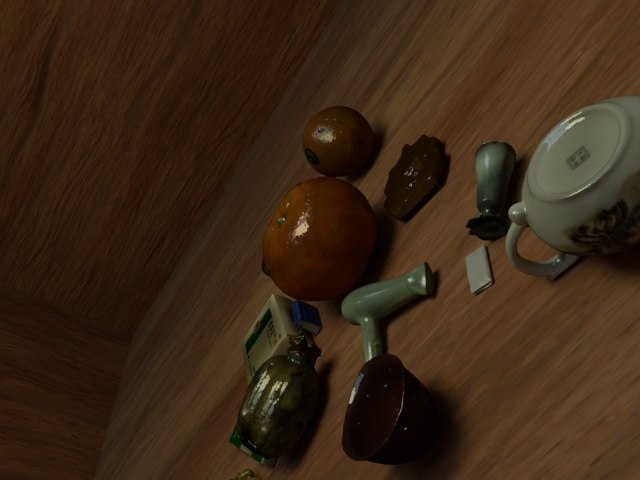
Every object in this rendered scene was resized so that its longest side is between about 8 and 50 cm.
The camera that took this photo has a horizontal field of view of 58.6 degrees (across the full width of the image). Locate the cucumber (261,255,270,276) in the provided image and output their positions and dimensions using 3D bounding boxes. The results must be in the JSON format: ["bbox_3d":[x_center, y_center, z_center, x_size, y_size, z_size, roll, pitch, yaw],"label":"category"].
[{"bbox_3d":[-0.152,0.019,1.826,0.078,0.062,0.211,-51,24,29],"label":"cucumber"}]

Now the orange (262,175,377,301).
[{"bbox_3d":[0.000,0.000,1.266,0.284,0.226,0.284,-55,20,32],"label":"orange"}]

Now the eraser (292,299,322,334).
[{"bbox_3d":[-0.033,0.180,1.350,0.027,0.063,0.084,-56,22,18],"label":"eraser"}]

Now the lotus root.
[{"bbox_3d":[-0.073,0.312,1.178,0.154,0.154,0.278,0,65,67],"label":"lotus root"}]

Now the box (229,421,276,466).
[{"bbox_3d":[-0.142,0.434,1.332,0.235,0.034,0.132,-13,53,63],"label":"box"}]

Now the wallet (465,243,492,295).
[{"bbox_3d":[0.254,0.047,0.917,0.044,0.011,0.083,-45,27,38],"label":"wallet"}]

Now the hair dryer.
[{"bbox_3d":[0.121,0.174,1.027,0.206,0.075,0.237,-29,45,45],"label":"hair dryer"}]

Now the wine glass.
[{"bbox_3d":[0.279,-0.083,0.934,0.072,0.072,0.155,-32,38,53],"label":"wine glass"}]

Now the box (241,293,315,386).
[{"bbox_3d":[-0.105,0.254,1.389,0.168,0.095,0.212,-55,22,10],"label":"box"}]

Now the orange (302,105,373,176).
[{"bbox_3d":[0.048,-0.265,1.535,0.206,0.206,0.206,-49,25,32],"label":"orange"}]

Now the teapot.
[{"bbox_3d":[0.339,-0.066,0.690,0.298,0.139,0.204,-43,30,36],"label":"teapot"}]

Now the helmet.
[{"bbox_3d":[0.112,0.261,0.851,0.155,0.106,0.175,-56,20,10],"label":"helmet"}]

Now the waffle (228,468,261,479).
[{"bbox_3d":[-0.172,0.582,1.206,0.161,0.046,0.192,-36,33,45],"label":"waffle"}]

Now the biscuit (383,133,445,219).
[{"bbox_3d":[0.203,-0.148,1.244,0.182,0.034,0.215,-47,23,32],"label":"biscuit"}]
